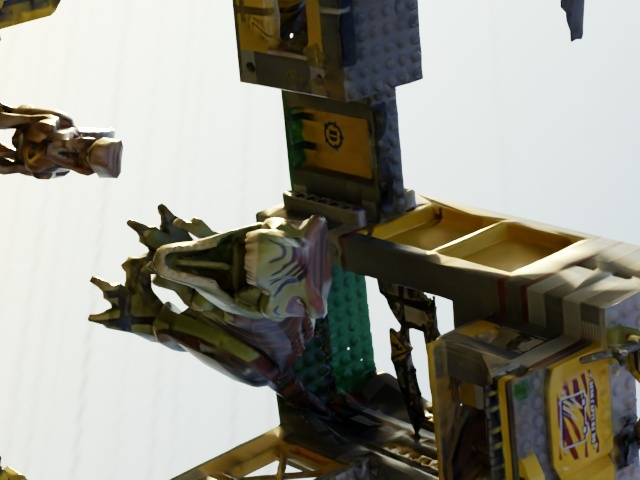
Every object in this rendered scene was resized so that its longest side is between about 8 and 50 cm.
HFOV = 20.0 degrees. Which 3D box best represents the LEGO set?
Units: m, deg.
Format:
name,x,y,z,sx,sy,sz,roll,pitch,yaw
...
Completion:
name,x,y,z,sx,sy,sz,roll,pitch,yaw
LEGO set,0.000,0.000,0.530,0.192,0.255,0.331,15,-70,47
